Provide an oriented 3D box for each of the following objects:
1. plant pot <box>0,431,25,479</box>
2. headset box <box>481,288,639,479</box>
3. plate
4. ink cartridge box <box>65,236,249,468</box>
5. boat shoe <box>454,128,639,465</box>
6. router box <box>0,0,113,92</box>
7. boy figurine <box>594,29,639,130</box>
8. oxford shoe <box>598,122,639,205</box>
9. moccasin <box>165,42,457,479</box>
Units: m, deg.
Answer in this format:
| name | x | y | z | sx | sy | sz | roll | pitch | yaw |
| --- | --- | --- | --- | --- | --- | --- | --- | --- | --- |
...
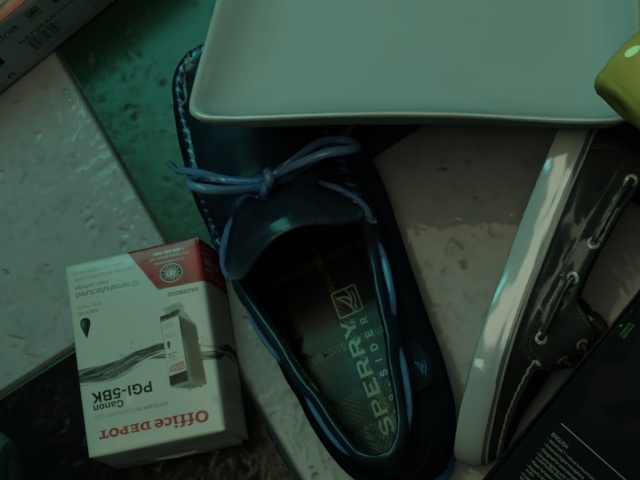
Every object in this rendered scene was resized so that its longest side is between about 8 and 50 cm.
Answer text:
| name | x | y | z | sx | sy | sz | roll | pitch | yaw |
| --- | --- | --- | --- | --- | --- | --- | --- | --- | --- |
| plant pot | -0.309 | 0.211 | 1.037 | 0.235 | 0.293 | 0.293 | 1 | 77 | 0 |
| headset box | 0.277 | 0.108 | 0.945 | 0.246 | 0.131 | 0.283 | 40 | 107 | 17 |
| plate | 0.072 | -0.168 | 1.104 | 0.277 | 0.045 | 0.278 | 0 | 51 | 11 |
| ink cartridge box | -0.111 | 0.077 | 1.131 | 0.099 | 0.056 | 0.135 | -13 | 74 | 10 |
| boat shoe | 0.150 | 0.042 | 1.054 | 0.076 | 0.080 | 0.228 | 20 | 92 | 13 |
| router box | -0.335 | -0.223 | 1.244 | 0.335 | 0.082 | 0.301 | -39 | 71 | 2 |
| boy figurine | 0.251 | -0.134 | 0.985 | 0.092 | 0.177 | 0.285 | 36 | 54 | 10 |
| oxford shoe | 0.284 | -0.056 | 1.066 | 0.227 | 0.083 | 0.096 | 8 | 53 | 19 |
| moccasin | 0.000 | 0.000 | 1.090 | 0.137 | 0.117 | 0.342 | -33 | 71 | 4 |
